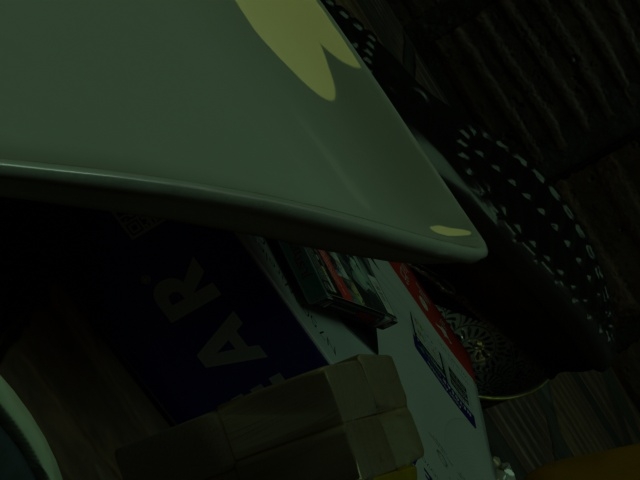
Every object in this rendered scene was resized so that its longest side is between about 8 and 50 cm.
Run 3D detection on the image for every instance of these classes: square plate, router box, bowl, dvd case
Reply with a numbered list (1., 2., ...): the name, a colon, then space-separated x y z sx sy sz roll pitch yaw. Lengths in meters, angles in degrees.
1. square plate: -0.123 -0.124 0.640 0.347 0.049 0.344 10 40 -50
2. router box: -0.019 0.032 0.865 0.335 0.082 0.301 55 13 -21
3. bowl: 0.085 0.068 1.147 0.170 0.080 0.170 17 44 -17
4. dvd case: 0.000 0.000 0.784 0.087 0.013 0.119 63 14 16

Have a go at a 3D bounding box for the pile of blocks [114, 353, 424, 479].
1. pile of blocks: -0.020 0.179 0.466 0.149 0.113 0.362 59 19 -27

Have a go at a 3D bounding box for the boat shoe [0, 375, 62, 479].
1. boat shoe: -0.146 0.033 0.312 0.254 0.095 0.079 47 16 -42

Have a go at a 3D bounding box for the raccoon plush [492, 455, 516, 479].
1. raccoon plush: 0.224 0.340 0.883 0.446 0.216 0.299 -103 167 -56

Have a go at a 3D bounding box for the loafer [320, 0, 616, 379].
1. loafer: 0.056 -0.027 1.078 0.366 0.130 0.134 42 27 -11

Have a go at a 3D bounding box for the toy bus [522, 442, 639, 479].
1. toy bus: 0.147 0.171 0.653 0.332 0.108 0.130 -67 144 -84
